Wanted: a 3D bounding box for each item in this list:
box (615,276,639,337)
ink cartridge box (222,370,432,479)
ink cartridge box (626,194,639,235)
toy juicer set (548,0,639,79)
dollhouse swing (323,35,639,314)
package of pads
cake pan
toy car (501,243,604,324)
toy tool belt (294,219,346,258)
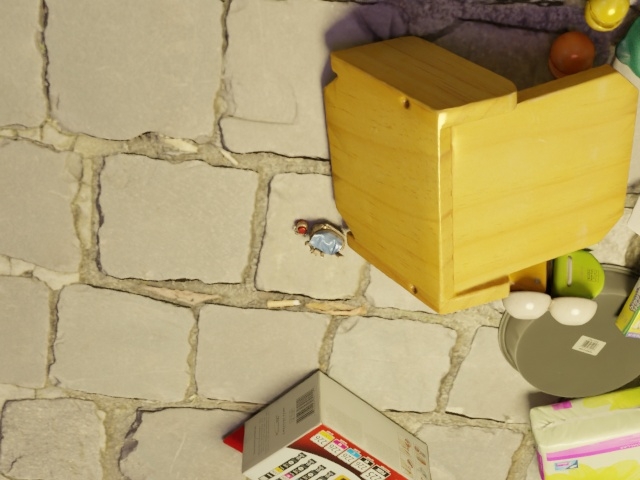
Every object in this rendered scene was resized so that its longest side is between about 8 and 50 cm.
[{"bbox_3d":[0.565,0.079,1.574,0.105,0.043,0.179,8,117,-20],"label":"box"},{"bbox_3d":[0.010,0.427,1.832,0.272,0.130,0.309,-38,121,26],"label":"ink cartridge box"},{"bbox_3d":[0.570,-0.019,1.492,0.180,0.104,0.060,33,165,-16],"label":"ink cartridge box"},{"bbox_3d":[0.459,-0.287,1.306,0.329,0.089,0.209,-32,116,33],"label":"toy juicer set"},{"bbox_3d":[0.226,-0.127,1.403,0.305,0.315,0.346,-29,134,-24],"label":"dollhouse swing"},{"bbox_3d":[0.548,0.373,1.807,0.297,0.101,0.229,-12,140,8],"label":"package of pads"},{"bbox_3d":[0.459,0.168,1.690,0.293,0.054,0.293,-1,128,-1],"label":"cake pan"},{"bbox_3d":[0.355,0.056,1.555,0.182,0.159,0.136,7,163,-7],"label":"toy car"},{"bbox_3d":[0.000,0.000,1.536,0.083,0.051,0.052,20,125,-17],"label":"toy tool belt"}]
